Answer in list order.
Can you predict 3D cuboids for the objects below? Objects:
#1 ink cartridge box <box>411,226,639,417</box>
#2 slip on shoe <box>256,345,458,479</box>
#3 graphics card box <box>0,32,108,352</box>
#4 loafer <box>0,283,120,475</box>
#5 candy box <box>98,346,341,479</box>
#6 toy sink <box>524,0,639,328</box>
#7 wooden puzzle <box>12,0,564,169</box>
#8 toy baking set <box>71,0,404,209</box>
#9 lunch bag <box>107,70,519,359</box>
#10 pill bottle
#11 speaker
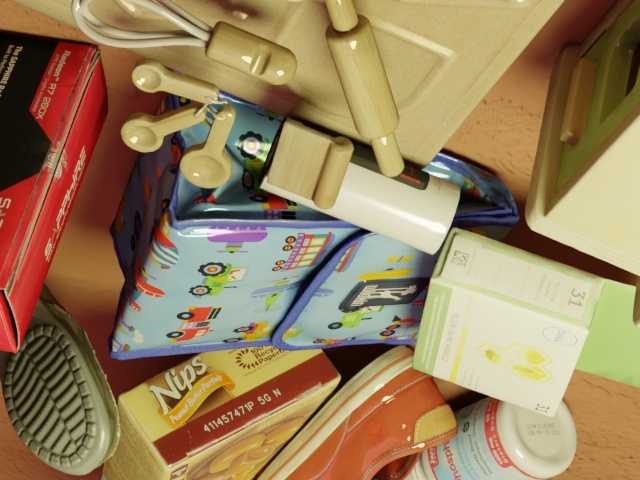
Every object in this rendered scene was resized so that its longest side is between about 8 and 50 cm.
[{"bbox_3d":[0.193,0.080,1.412,0.235,0.056,0.171,19,154,7],"label":"ink cartridge box"},{"bbox_3d":[0.009,0.232,1.697,0.101,0.123,0.331,49,125,16],"label":"slip on shoe"},{"bbox_3d":[-0.366,-0.061,1.400,0.371,0.233,0.094,9,146,8],"label":"graphics card box"},{"bbox_3d":[-0.228,0.102,1.626,0.094,0.251,0.087,-47,141,18],"label":"loafer"},{"bbox_3d":[-0.105,0.203,1.719,0.087,0.183,0.316,54,153,21],"label":"candy box"},{"bbox_3d":[0.221,-0.069,1.220,0.131,0.153,0.234,22,147,-9],"label":"toy sink"},{"bbox_3d":[-0.014,-0.196,1.205,0.322,0.080,0.348,23,151,-11],"label":"wooden puzzle"},{"bbox_3d":[-0.054,-0.111,1.210,0.197,0.030,0.256,-2,133,14],"label":"toy baking set"},{"bbox_3d":[0.000,0.000,1.461,0.293,0.138,0.221,7,148,-16],"label":"lunch bag"},{"bbox_3d":[0.147,0.189,1.683,0.087,0.087,0.160,32,142,-23],"label":"pill bottle"},{"bbox_3d":[0.028,-0.038,1.324,0.136,0.055,0.055,22,146,-6],"label":"speaker"}]
